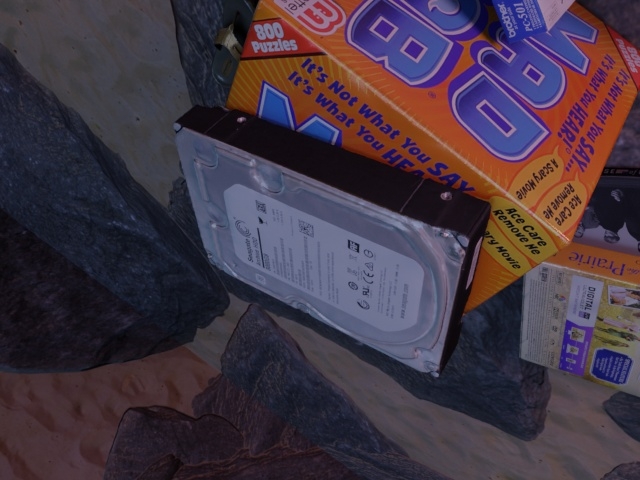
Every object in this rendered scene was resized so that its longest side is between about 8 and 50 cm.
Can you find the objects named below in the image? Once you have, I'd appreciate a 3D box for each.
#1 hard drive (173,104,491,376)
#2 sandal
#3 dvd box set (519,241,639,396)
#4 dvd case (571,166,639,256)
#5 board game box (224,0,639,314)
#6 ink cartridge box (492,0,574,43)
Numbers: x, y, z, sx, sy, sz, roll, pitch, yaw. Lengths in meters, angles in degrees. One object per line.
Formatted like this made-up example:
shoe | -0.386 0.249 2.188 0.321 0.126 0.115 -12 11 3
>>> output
hard drive | 0.000 0.000 0.646 0.339 0.064 0.237 25 143 23
sandal | -0.161 -0.347 1.036 0.090 0.060 0.219 41 145 -2
dvd box set | 0.532 0.152 0.906 0.420 0.062 0.307 15 145 29
dvd case | 0.460 -0.002 0.869 0.179 0.029 0.238 7 134 37
board game box | 0.116 -0.136 0.756 0.356 0.356 0.356 38 145 2
ink cartridge box | 0.238 -0.298 0.599 0.046 0.207 0.097 -2 127 50
